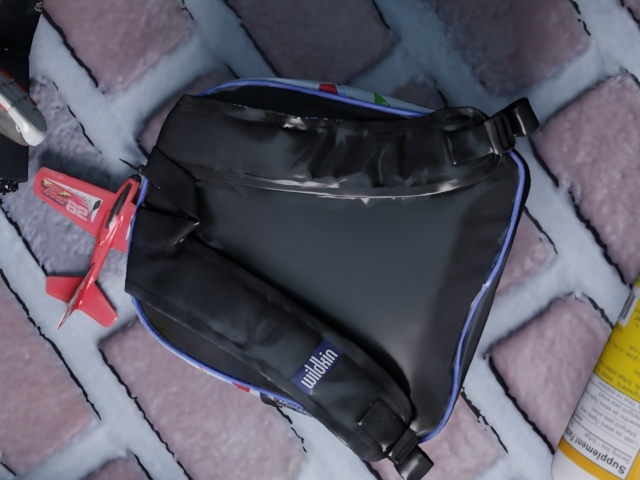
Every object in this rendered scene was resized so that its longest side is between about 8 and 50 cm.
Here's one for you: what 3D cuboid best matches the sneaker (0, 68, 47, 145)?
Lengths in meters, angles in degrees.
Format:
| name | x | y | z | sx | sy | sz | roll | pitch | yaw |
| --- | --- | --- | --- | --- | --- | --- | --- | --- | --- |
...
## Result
| name | x | y | z | sx | sy | sz | roll | pitch | yaw |
| --- | --- | --- | --- | --- | --- | --- | --- | --- | --- |
| sneaker | -0.278 | -0.112 | 1.270 | 0.158 | 0.061 | 0.065 | 38 | 100 | 9 |

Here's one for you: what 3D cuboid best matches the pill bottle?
| name | x | y | z | sx | sy | sz | roll | pitch | yaw |
| --- | --- | --- | --- | --- | --- | --- | --- | --- | --- |
| pill bottle | 0.250 | 0.142 | 1.200 | 0.136 | 0.136 | 0.245 | 25 | 97 | 11 |

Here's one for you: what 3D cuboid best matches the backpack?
| name | x | y | z | sx | sy | sz | roll | pitch | yaw |
| --- | --- | --- | --- | --- | --- | --- | --- | --- | --- |
| backpack | 0.000 | 0.000 | 1.216 | 0.263 | 0.213 | 0.276 | 19 | 90 | 3 |

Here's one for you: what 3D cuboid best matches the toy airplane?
| name | x | y | z | sx | sy | sz | roll | pitch | yaw |
| --- | --- | --- | --- | --- | --- | --- | --- | --- | --- |
| toy airplane | -0.173 | 0.006 | 1.345 | 0.151 | 0.028 | 0.151 | 0 | 91 | 14 |

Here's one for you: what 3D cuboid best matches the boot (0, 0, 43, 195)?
| name | x | y | z | sx | sy | sz | roll | pitch | yaw |
| --- | --- | --- | --- | --- | --- | --- | --- | --- | --- |
| boot | -0.343 | -0.147 | 1.343 | 0.247 | 0.094 | 0.207 | 10 | 90 | 6 |
